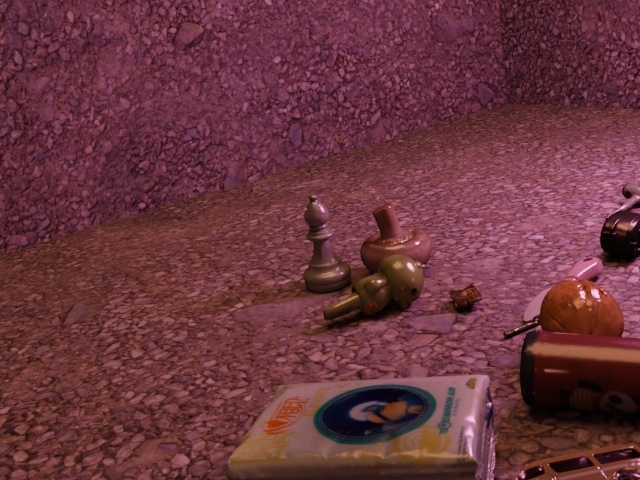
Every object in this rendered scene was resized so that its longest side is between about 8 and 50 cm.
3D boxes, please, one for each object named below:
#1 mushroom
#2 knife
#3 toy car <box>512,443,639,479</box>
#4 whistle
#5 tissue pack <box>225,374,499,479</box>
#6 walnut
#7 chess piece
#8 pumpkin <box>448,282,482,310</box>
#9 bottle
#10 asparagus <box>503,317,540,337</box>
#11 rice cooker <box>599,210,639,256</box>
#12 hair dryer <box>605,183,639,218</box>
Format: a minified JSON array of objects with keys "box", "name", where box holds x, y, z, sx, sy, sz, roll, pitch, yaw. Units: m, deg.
[{"box":[0.205,-0.003,2.187,0.207,0.215,0.207,-16,20,6],"name":"mushroom"},{"box":[0.580,0.118,1.896,0.335,0.043,0.081,-26,12,-35],"name":"knife"},{"box":[0.364,0.375,1.127,0.256,0.101,0.124,-10,17,-3],"name":"toy car"},{"box":[0.153,0.140,1.971,0.294,0.141,0.141,-38,27,-19],"name":"whistle"},{"box":[0.081,0.341,1.259,0.387,0.162,0.287,-7,13,17],"name":"tissue pack"},{"box":[0.536,0.163,1.594,0.165,0.165,0.197,-5,11,14],"name":"walnut"},{"box":[0.000,0.000,2.187,0.139,0.272,0.139,-10,18,3],"name":"chess piece"},{"box":[0.365,0.146,1.939,0.073,0.035,0.101,-20,20,6],"name":"pumpkin"},{"box":[0.536,0.236,1.382,0.335,0.144,0.144,-1,20,26],"name":"bottle"},{"box":[0.467,0.194,1.758,0.127,0.018,0.015,-19,53,-24],"name":"asparagus"},{"box":[0.814,-0.017,2.065,0.106,0.112,0.165,11,27,34],"name":"rice cooker"},{"box":[0.983,-0.107,2.368,0.167,0.068,0.199,12,38,37],"name":"hair dryer"}]
